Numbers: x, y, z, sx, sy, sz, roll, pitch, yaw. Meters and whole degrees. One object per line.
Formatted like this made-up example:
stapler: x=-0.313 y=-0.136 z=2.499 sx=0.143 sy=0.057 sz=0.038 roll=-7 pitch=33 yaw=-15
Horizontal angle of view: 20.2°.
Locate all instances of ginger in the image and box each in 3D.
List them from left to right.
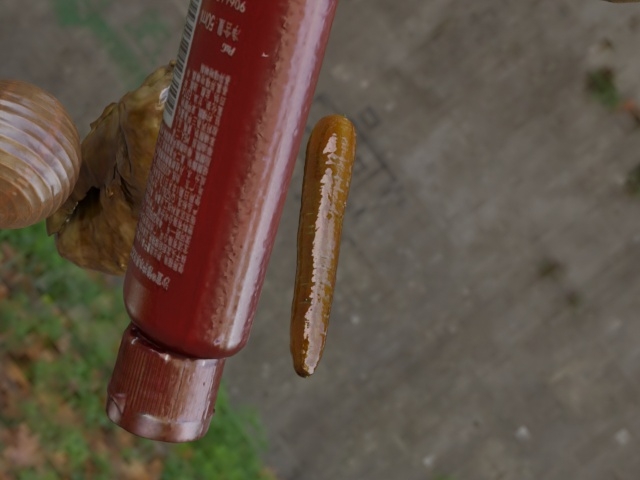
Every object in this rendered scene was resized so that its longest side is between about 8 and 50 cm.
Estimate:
ginger: x=-0.157 y=-0.076 z=1.789 sx=0.165 sy=0.172 sz=0.321 roll=65 pitch=-34 yaw=19

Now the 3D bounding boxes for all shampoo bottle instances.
shampoo bottle: x=-0.066 y=-0.028 z=1.127 sx=0.076 sy=0.314 sz=0.118 roll=4 pitch=18 yaw=-35

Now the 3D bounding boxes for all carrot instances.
carrot: x=0.000 y=0.000 z=1.472 sx=0.043 sy=0.043 sz=0.248 roll=53 pitch=37 yaw=-51

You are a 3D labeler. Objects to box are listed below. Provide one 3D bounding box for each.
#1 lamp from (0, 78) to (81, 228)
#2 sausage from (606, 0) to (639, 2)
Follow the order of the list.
lamp: x=-0.277 y=-0.075 z=1.580 sx=0.136 sy=0.136 sz=0.136 roll=53 pitch=0 yaw=0
sausage: x=0.476 y=-0.324 z=1.801 sx=0.136 sy=0.500 sz=0.123 roll=31 pitch=52 yaw=-75
